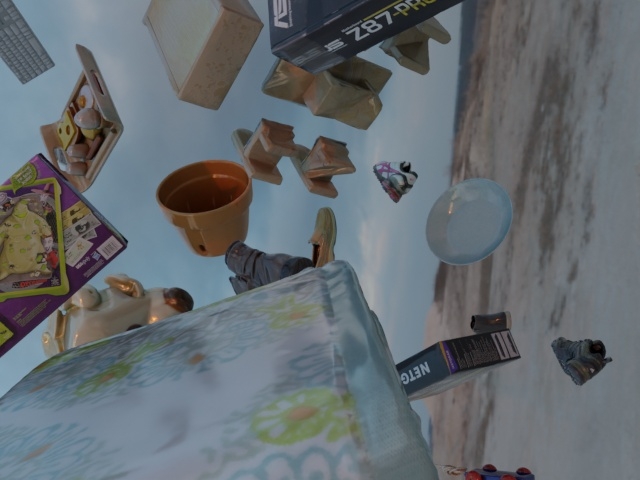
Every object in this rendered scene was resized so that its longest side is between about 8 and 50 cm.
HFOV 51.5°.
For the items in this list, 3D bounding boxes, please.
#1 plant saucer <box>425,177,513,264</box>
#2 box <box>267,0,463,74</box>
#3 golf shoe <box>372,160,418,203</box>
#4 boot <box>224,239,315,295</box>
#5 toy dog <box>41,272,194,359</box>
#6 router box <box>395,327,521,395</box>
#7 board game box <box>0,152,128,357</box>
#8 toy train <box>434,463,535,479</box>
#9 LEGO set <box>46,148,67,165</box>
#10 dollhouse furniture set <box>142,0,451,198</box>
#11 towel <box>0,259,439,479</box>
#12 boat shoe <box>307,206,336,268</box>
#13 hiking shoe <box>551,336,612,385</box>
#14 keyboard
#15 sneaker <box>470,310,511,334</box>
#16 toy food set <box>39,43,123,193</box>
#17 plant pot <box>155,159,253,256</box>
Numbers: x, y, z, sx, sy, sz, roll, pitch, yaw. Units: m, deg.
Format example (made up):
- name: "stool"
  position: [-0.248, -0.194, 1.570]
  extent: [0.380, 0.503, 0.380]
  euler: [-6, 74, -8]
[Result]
- name: "plant saucer"
  position: [0.309, -0.033, 1.362]
  extent: [0.037, 0.195, 0.195]
  euler: [33, -122, -44]
- name: "box"
  position: [0.071, -0.442, 0.793]
  extent: [0.097, 0.318, 0.395]
  euler: [12, -111, -47]
- name: "golf shoe"
  position: [0.178, -0.150, 1.541]
  extent: [0.067, 0.086, 0.186]
  euler: [46, -170, -24]
- name: "boot"
  position: [-0.099, 0.153, 1.588]
  extent: [0.118, 0.222, 0.338]
  euler: [-39, -50, -43]
- name: "toy dog"
  position: [-0.583, 0.239, 2.009]
  extent: [0.408, 0.395, 0.284]
  euler: [-2, -74, -39]
- name: "router box"
  position: [0.286, 0.315, 1.603]
  extent: [0.309, 0.243, 0.081]
  euler: [-41, 60, 46]
- name: "board game box"
  position: [-0.519, 0.046, 1.094]
  extent: [0.208, 0.347, 0.056]
  euler: [50, 179, -21]
- name: "toy train"
  position: [0.381, 0.609, 1.566]
  extent: [0.105, 0.248, 0.143]
  euler: [8, -103, -50]
- name: "LEGO set"
  position: [-0.748, -0.171, 1.901]
  extent: [0.182, 0.060, 0.244]
  euler: [72, -173, -84]
- name: "dollhouse furniture set"
  position: [-0.066, -0.318, 1.131]
  extent: [0.362, 0.394, 0.256]
  euler: [-54, 45, 29]
- name: "towel"
  position: [-0.100, 0.129, 0.463]
  extent: [0.374, 0.320, 0.090]
  euler: [-102, -8, -80]
- name: "boat shoe"
  position: [0.000, 0.000, 1.817]
  extent: [0.068, 0.072, 0.190]
  euler: [-11, 79, 57]
- name: "hiking shoe"
  position: [0.669, 0.295, 1.693]
  extent: [0.086, 0.114, 0.227]
  euler: [61, -171, -8]
- name: "keyboard"
  position: [-0.527, -0.344, 1.138]
  extent: [0.014, 0.072, 0.256]
  euler: [59, 170, 9]
- name: "sneaker"
  position: [0.537, 0.287, 2.134]
  extent: [0.222, 0.118, 0.083]
  euler: [81, -170, -56]
- name: "toy food set"
  position: [-0.587, -0.279, 1.582]
  extent: [0.092, 0.306, 0.220]
  euler: [-8, -116, -45]
- name: "plant pot"
  position: [-0.337, -0.088, 2.034]
  extent: [0.291, 0.291, 0.203]
  euler: [-73, -19, -48]
